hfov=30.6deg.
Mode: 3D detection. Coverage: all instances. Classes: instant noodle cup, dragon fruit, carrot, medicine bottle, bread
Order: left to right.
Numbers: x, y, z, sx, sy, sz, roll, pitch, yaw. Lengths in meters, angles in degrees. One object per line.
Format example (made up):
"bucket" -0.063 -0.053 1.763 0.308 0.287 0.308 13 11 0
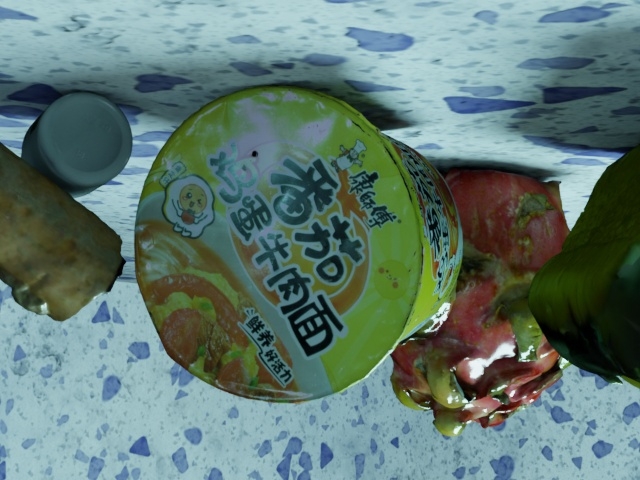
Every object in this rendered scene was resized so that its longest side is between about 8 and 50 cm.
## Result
"carrot" -0.271 -0.047 0.935 0.102 0.102 0.263 -7 134 49
"medicine bottle" -0.217 -0.078 1.016 0.080 0.080 0.130 5 173 -24
"instant noodle cup" 0.000 0.000 1.019 0.264 0.264 0.200 -2 -179 25
"dragon fruit" 0.162 0.070 1.302 0.269 0.291 0.250 7 177 -29
"bread" 0.317 0.018 0.969 0.208 0.251 0.376 30 174 5
